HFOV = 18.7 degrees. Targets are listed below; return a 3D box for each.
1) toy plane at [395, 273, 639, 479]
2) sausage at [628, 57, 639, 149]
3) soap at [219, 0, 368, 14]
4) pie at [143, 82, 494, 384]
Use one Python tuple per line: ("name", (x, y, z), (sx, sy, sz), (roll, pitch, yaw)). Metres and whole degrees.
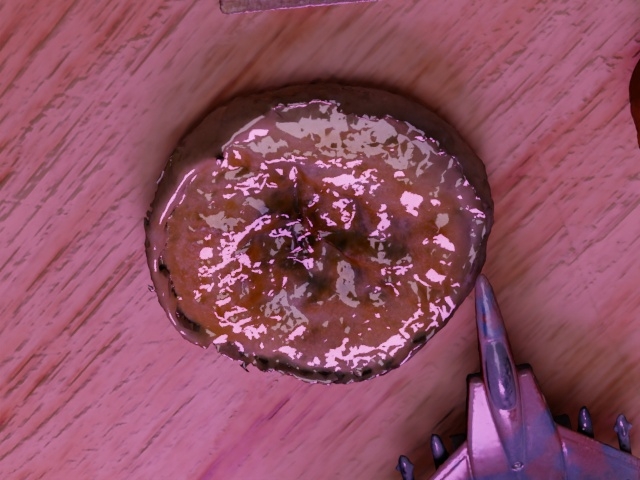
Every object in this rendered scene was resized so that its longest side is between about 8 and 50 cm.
("toy plane", (0.151, 0.147, 1.559), (0.223, 0.104, 0.326), (-11, 121, 4))
("sausage", (0.338, -0.188, 1.339), (0.097, 0.094, 0.348), (23, 120, -33))
("soap", (0.050, -0.212, 1.342), (0.252, 0.037, 0.092), (-4, 124, 1))
("pie", (0.000, 0.000, 1.476), (0.274, 0.055, 0.274), (-1, 124, -2))
